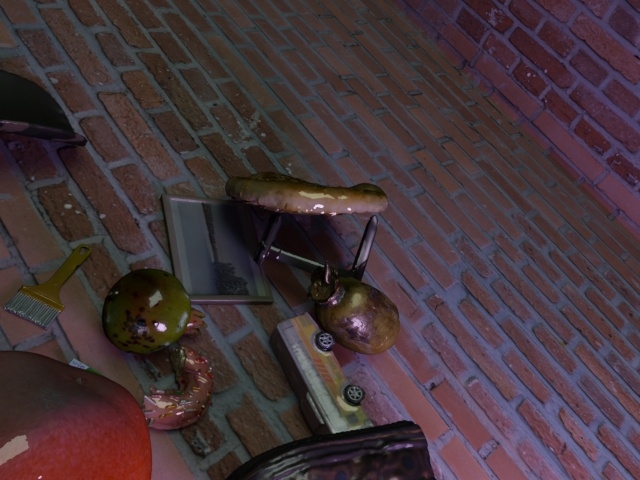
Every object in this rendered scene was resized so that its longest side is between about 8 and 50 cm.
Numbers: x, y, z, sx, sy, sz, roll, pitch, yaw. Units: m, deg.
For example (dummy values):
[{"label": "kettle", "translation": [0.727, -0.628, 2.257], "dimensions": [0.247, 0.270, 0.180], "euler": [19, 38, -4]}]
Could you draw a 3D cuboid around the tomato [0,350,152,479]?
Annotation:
[{"label": "tomato", "translation": [-0.386, 0.277, 0.741], "dimensions": [0.342, 0.272, 0.341], "euler": [27, 10, -5]}]

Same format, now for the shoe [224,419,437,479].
[{"label": "shoe", "translation": [0.039, 0.445, 0.955], "dimensions": [0.384, 0.171, 0.237], "euler": [0, 55, -31]}]

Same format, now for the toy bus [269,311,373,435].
[{"label": "toy bus", "translation": [-0.003, 0.273, 1.147], "dimensions": [0.106, 0.092, 0.268], "euler": [-15, 60, -30]}]

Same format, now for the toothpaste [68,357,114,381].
[{"label": "toothpaste", "translation": [-0.390, 0.231, 0.996], "dimensions": [0.083, 0.020, 0.017], "euler": [31, 40, -3]}]

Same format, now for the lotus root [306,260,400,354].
[{"label": "lotus root", "translation": [0.060, 0.145, 1.219], "dimensions": [0.278, 0.154, 0.154], "euler": [43, 31, -40]}]

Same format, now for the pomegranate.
[{"label": "pomegranate", "translation": [-0.298, 0.134, 1.062], "dimensions": [0.205, 0.159, 0.159], "euler": [26, 36, -46]}]

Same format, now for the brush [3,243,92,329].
[{"label": "brush", "translation": [-0.488, 0.072, 1.091], "dimensions": [0.083, 0.011, 0.205], "euler": [28, 42, -5]}]

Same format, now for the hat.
[{"label": "hat", "translation": [-0.698, -0.229, 1.170], "dimensions": [0.366, 0.257, 0.382], "euler": [46, 5, 36]}]

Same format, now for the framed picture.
[{"label": "framed picture", "translation": [-0.231, 0.016, 1.294], "dimensions": [0.213, 0.016, 0.289], "euler": [4, 50, -29]}]

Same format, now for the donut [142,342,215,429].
[{"label": "donut", "translation": [-0.238, 0.262, 1.028], "dimensions": [0.117, 0.065, 0.166], "euler": [26, 44, -7]}]

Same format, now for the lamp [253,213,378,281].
[{"label": "lamp", "translation": [0.004, 0.001, 1.298], "dimensions": [0.284, 0.124, 0.203], "euler": [21, 85, -18]}]

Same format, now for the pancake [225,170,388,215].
[{"label": "pancake", "translation": [-0.032, -0.106, 1.329], "dimensions": [0.387, 0.082, 0.387], "euler": [7, 6, -1]}]
